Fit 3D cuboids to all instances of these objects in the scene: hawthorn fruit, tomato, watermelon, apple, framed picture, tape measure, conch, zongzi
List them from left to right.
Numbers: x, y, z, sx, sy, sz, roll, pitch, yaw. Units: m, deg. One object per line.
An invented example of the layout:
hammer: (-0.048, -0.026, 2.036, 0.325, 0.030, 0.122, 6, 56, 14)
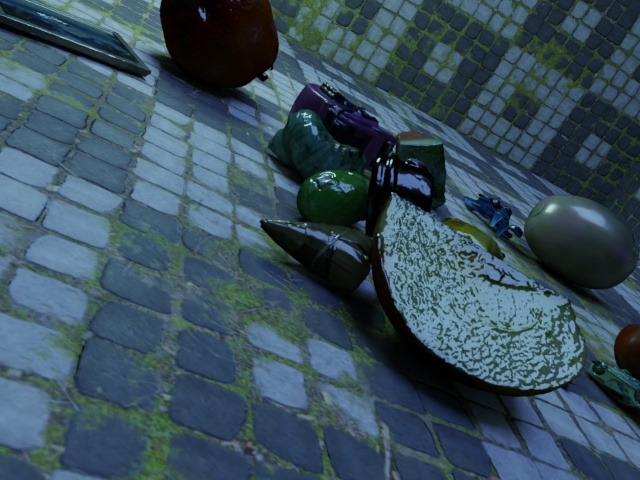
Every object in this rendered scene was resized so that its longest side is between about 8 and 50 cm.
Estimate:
framed picture: (-0.522, -0.432, 1.451, 0.315, 0.024, 0.232, 14, 24, -44)
hawthorn fruit: (-0.236, -0.514, 1.718, 0.295, 0.295, 0.311, 36, 16, 13)
conch: (-0.012, -0.181, 1.459, 0.188, 0.122, 0.176, 41, 0, 20)
zongzi: (0.000, 0.000, 1.097, 0.176, 0.078, 0.160, 28, 14, 2)
tape measure: (0.047, -0.287, 1.757, 0.245, 0.149, 0.231, 16, 25, -40)
watermelon: (0.246, -0.209, 1.890, 0.140, 0.192, 0.256, -3, 29, -3)
apple: (0.201, 0.092, 1.011, 0.346, 0.179, 0.254, 34, 7, 6)
tomato: (0.658, 0.255, 1.364, 0.237, 0.095, 0.237, 42, 0, 0)

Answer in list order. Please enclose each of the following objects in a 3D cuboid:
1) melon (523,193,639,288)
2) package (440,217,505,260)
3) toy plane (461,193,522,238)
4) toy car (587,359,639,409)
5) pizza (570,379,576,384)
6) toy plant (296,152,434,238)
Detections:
melon: (0.708, 0.003, 1.926, 0.317, 0.223, 0.223, 34, 19, 3)
package: (0.297, 0.010, 1.492, 0.168, 0.090, 0.226, 34, 16, 18)
toy plane: (0.479, -0.089, 2.031, 0.169, 0.078, 0.246, 52, 3, -30)
toy car: (0.559, 0.274, 1.282, 0.093, 0.058, 0.186, 22, 9, -28)
pizza: (0.406, 0.192, 1.252, 0.182, 0.062, 0.161, 21, 27, -32)
toy plant: (0.083, -0.072, 1.287, 0.235, 0.175, 0.218, 5, 9, 9)
